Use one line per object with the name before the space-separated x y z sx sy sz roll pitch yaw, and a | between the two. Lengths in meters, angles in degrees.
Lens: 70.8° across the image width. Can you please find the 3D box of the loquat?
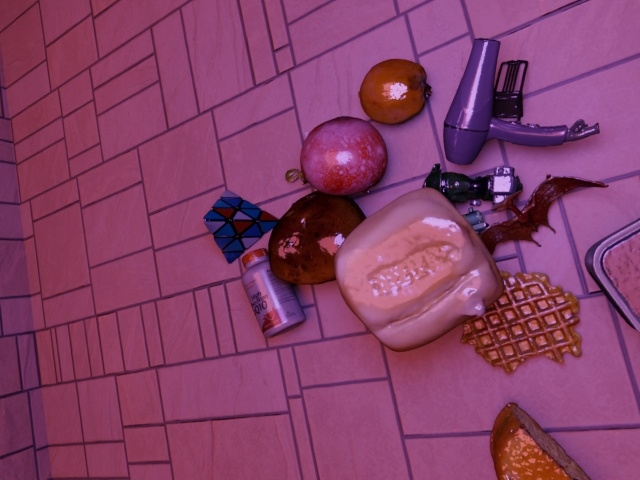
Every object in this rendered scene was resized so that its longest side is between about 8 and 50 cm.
loquat | 0.222 -0.444 1.346 0.234 0.176 0.188 10 110 31

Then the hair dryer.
hair dryer | 0.498 -0.316 1.109 0.360 0.121 0.301 14 120 13

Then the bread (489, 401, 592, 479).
bread | 0.549 0.601 1.124 0.179 0.194 0.340 -47 72 11

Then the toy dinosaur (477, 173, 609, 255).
toy dinosaur | 0.550 -0.043 1.148 0.327 0.207 0.113 -23 34 7

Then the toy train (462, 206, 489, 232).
toy train | 0.389 -0.019 1.293 0.200 0.083 0.132 -18 77 25

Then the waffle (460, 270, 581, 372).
waffle | 0.536 0.224 1.221 0.300 0.058 0.282 0 89 27

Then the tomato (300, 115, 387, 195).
tomato | 0.071 -0.257 1.357 0.270 0.270 0.227 8 110 28

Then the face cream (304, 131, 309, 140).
face cream | -0.031 -0.314 1.548 0.034 0.034 0.130 -23 78 25

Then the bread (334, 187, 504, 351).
bread | 0.231 0.077 1.163 0.376 0.253 0.348 -38 85 14

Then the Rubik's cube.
Rubik's cube | -0.296 -0.114 1.663 0.249 0.284 0.234 -21 55 1

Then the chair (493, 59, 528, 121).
chair | 0.520 -0.396 1.244 0.084 0.102 0.213 9 56 27

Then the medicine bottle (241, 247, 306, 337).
medicine bottle | -0.174 0.173 1.541 0.157 0.157 0.289 -32 74 23

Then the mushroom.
mushroom | 0.000 0.000 1.438 0.345 0.260 0.346 -13 54 19

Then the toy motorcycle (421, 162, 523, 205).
toy motorcycle | 0.401 -0.148 1.230 0.274 0.187 0.125 1 89 27

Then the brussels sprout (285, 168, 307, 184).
brussels sprout | -0.081 -0.224 1.571 0.083 0.046 0.051 15 92 17

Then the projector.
projector | 0.763 0.069 0.998 0.248 0.249 0.248 -36 73 21
